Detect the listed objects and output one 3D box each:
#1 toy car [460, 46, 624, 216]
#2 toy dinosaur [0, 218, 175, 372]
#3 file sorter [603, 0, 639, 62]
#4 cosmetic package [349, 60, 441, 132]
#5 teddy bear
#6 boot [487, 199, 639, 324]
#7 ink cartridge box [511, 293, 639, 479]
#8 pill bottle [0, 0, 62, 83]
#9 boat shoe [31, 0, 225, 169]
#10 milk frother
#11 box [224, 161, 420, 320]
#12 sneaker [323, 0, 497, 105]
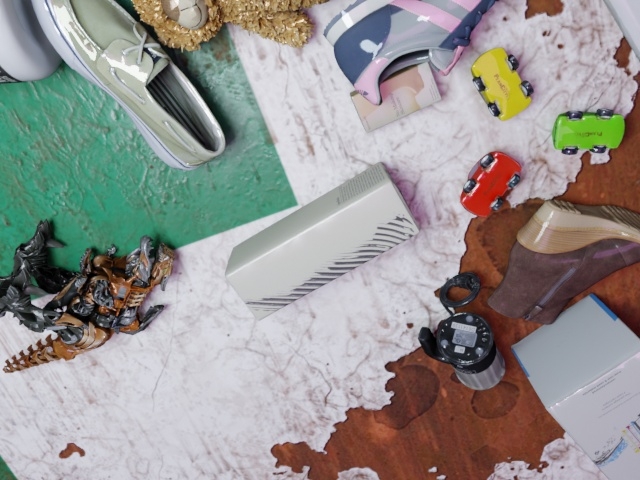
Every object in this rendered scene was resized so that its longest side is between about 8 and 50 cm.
[{"bbox_3d":[0.315,-0.155,0.806,0.225,0.053,0.239,-2,112,-1],"label":"toy car"},{"bbox_3d":[-0.373,0.103,0.849,0.218,0.164,0.322,43,83,-31],"label":"toy dinosaur"},{"bbox_3d":[0.502,-0.374,0.662,0.278,0.173,0.193,-38,106,13],"label":"file sorter"},{"bbox_3d":[0.105,-0.203,0.789,0.115,0.041,0.060,-25,110,8],"label":"cosmetic package"},{"bbox_3d":[-0.068,-0.329,0.667,0.338,0.113,0.245,-9,154,-12],"label":"teddy bear"},{"bbox_3d":[0.411,0.047,0.884,0.249,0.090,0.206,12,122,-7],"label":"boot"},{"bbox_3d":[0.463,0.246,0.897,0.168,0.171,0.232,-39,107,13],"label":"ink cartridge box"},{"bbox_3d":[-0.509,-0.278,0.673,0.334,0.188,0.187,-4,111,1],"label":"pill bottle"},{"bbox_3d":[-0.231,-0.222,0.721,0.094,0.109,0.302,-7,133,41],"label":"boat shoe"},{"bbox_3d":[0.242,0.145,0.901,0.143,0.129,0.134,-53,143,-12],"label":"milk frother"},{"bbox_3d":[0.000,0.000,0.829,0.275,0.113,0.094,-30,110,11],"label":"box"},{"bbox_3d":[0.171,-0.286,0.711,0.319,0.112,0.131,-25,90,15],"label":"sneaker"}]
